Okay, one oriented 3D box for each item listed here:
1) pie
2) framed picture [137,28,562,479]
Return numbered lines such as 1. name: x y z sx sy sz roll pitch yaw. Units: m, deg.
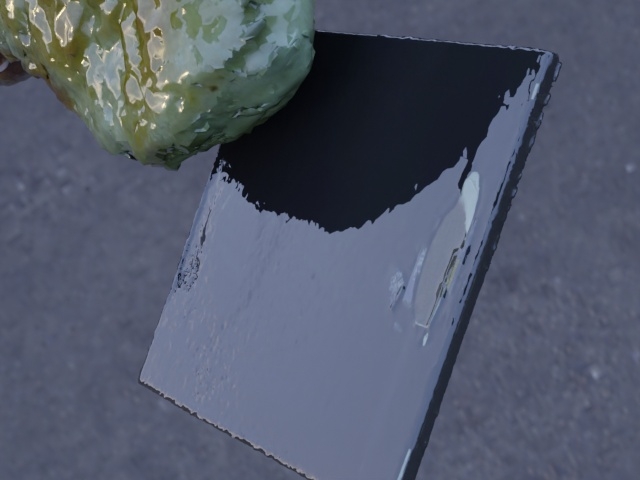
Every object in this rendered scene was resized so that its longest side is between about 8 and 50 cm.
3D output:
1. pie: -0.125 -0.252 1.129 0.180 0.395 0.418 -13 19 -28
2. framed picture: 0.000 0.000 1.005 0.324 0.013 0.244 18 88 61
